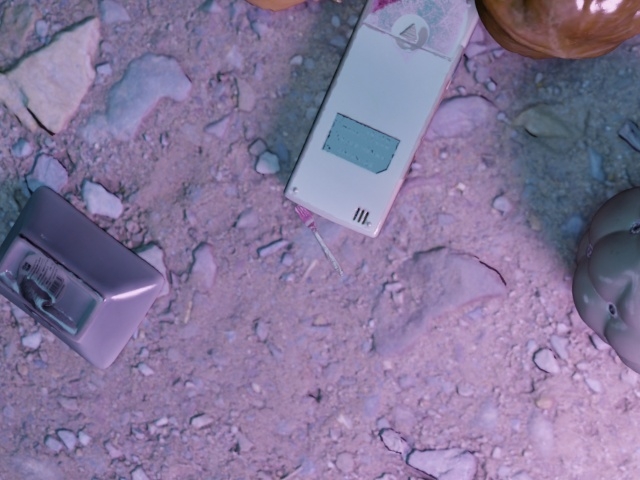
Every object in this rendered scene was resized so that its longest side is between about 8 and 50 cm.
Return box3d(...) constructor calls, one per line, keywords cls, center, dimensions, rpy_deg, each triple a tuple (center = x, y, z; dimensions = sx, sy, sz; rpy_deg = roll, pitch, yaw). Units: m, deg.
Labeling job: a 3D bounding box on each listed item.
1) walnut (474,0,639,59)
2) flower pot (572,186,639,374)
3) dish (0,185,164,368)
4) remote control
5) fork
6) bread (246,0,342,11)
box3d(cls="walnut", center=(0.269, -0.336, 0.775), dimensions=(0.283, 0.227, 0.282), rpy_deg=(1, 88, -26))
box3d(cls="flower pot", center=(0.415, 0.044, 0.812), dimensions=(0.246, 0.195, 0.245), rpy_deg=(1, 97, 12))
box3d(cls="dish", center=(-0.374, 0.060, 1.029), dimensions=(0.243, 0.080, 0.181), rpy_deg=(36, 103, 5))
box3d(cls="remote control", center=(0.081, -0.183, 0.921), dimensions=(0.145, 0.050, 0.343), rpy_deg=(26, 101, 7))
box3d(cls="fork", center=(0.000, 0.000, 0.983), dimensions=(0.016, 0.012, 0.115), rpy_deg=(-32, 95, 17))
box3d(cls="bread", center=(0.008, -0.452, 0.746), dimensions=(0.251, 0.394, 0.360), rpy_deg=(7, 96, -6))
